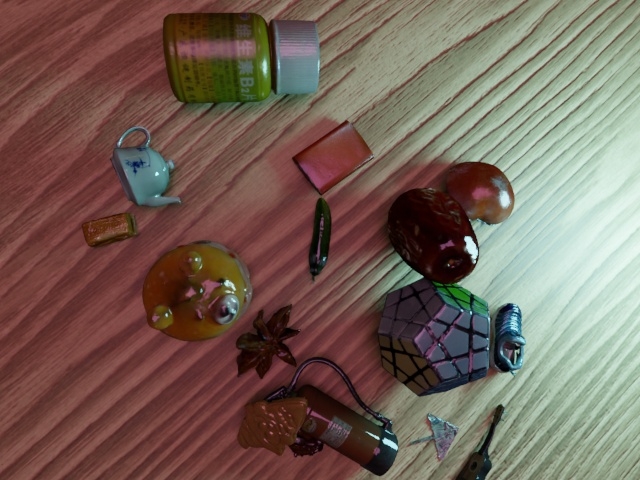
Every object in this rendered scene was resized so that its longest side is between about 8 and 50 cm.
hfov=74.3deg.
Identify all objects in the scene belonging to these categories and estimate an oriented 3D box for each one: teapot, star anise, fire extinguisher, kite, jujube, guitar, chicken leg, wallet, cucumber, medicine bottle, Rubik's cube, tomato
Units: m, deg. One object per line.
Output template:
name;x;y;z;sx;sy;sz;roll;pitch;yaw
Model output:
teapot;-0.463;-0.188;1.125;0.159;0.159;0.231;-23;96;-9
star anise;-0.146;0.278;1.134;0.212;0.111;0.195;-36;111;-39
fire extinguisher;0.036;0.460;1.148;0.376;0.113;0.200;30;58;-4
kite;0.330;0.565;1.216;0.157;0.011;0.138;-12;84;-9
jujube;0.296;-0.016;1.117;0.223;0.318;0.222;-2;117;-4
guitar;0.470;0.595;1.204;0.038;0.084;0.271;35;75;-6
chicken leg;-0.090;0.535;1.149;0.205;0.053;0.093;23;98;1
wallet;0.038;-0.242;1.240;0.204;0.045;0.142;-37;88;-10
cucumber;0.000;0.000;1.208;0.056;0.056;0.249;8;82;-6
medicine bottle;-0.206;-0.491;1.145;0.385;0.224;0.224;-5;85;-8
Rubik's cube;0.301;0.249;1.113;0.320;0.319;0.263;-13;60;-8
tomato;0.482;-0.155;1.225;0.228;0.112;0.199;7;69;-25

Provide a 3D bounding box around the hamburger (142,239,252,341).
hamburger;-0.312;0.127;1.066;0.277;0.237;0.275;0;87;-6

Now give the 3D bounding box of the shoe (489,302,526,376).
shoe;0.553;0.284;1.223;0.092;0.106;0.207;12;77;-7

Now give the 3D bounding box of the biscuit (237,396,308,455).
biscuit;-0.124;0.471;1.082;0.250;0.035;0.162;-42;96;20

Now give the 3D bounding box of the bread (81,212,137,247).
bread;-0.569;-0.030;1.140;0.132;0.053;0.074;-18;83;-8
